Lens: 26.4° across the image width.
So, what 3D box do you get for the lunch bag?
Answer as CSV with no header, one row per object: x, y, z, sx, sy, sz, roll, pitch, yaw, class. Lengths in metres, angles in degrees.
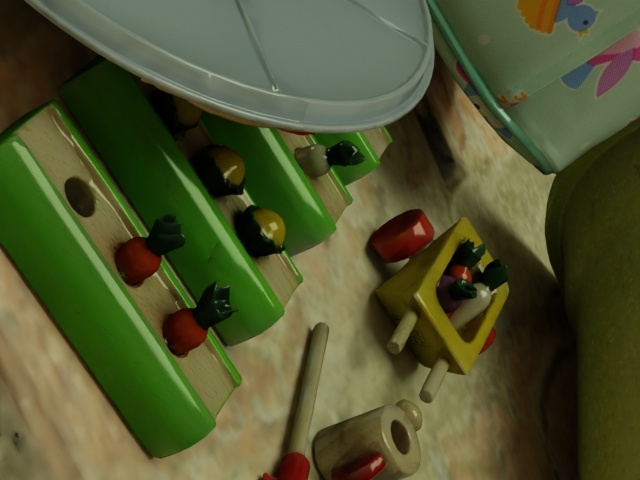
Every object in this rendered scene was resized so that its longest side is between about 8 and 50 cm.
0.059,-0.184,0.645,0.279,0.108,0.224,55,9,-24,lunch bag

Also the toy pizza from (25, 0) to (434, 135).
-0.049,-0.105,0.473,0.201,0.032,0.201,24,37,-19,toy pizza

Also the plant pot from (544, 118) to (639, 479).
0.225,0.100,0.643,0.276,0.276,0.254,46,45,-33,plant pot

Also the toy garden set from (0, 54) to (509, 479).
0.000,0.000,0.509,0.203,0.049,0.244,58,29,-15,toy garden set
